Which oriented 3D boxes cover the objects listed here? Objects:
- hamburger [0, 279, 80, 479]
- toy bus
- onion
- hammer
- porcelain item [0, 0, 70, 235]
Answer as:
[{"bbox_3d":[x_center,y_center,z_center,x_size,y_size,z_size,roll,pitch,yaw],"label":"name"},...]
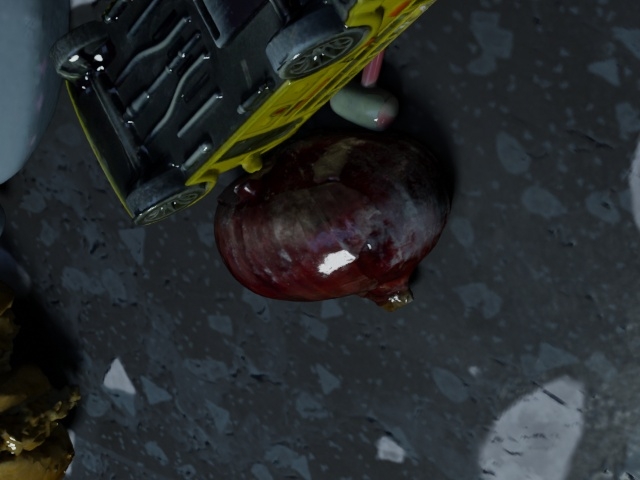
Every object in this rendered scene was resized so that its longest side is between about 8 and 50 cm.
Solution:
[{"bbox_3d":[-0.354,0.152,1.339,0.260,0.245,0.211,-15,98,2],"label":"hamburger"},{"bbox_3d":[-0.050,-0.139,0.962,0.330,0.152,0.144,-37,78,52],"label":"toy bus"},{"bbox_3d":[0.000,0.000,1.062,0.206,0.098,0.151,-24,97,42],"label":"onion"},{"bbox_3d":[0.035,-0.119,1.015,0.052,0.031,0.083,25,121,22],"label":"hammer"},{"bbox_3d":[-0.324,-0.165,1.158,0.242,0.178,0.405,33,131,18],"label":"porcelain item"}]
